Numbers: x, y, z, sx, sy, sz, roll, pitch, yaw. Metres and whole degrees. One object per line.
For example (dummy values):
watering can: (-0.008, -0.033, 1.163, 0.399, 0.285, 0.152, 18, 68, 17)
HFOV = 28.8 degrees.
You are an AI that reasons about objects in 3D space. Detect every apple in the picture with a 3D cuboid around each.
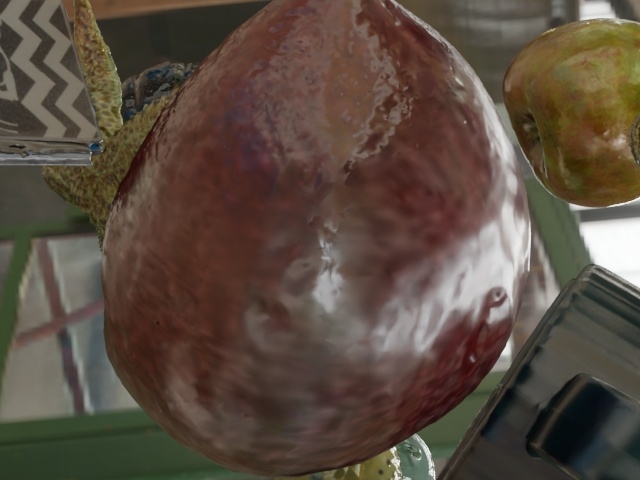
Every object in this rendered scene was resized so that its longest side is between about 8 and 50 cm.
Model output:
apple: (0.369, -0.169, 1.610, 0.246, 0.226, 0.246, 159, -90, -86)

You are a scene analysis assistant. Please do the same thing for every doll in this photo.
doll: (0.038, 0.296, 1.514, 0.260, 0.161, 0.177, 28, 75, -63)

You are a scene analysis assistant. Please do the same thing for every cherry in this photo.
cherry: (0.000, 0.000, 0.644, 0.203, 0.230, 0.300, 50, -32, 37)

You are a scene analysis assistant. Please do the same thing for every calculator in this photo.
calculator: (-0.285, -0.118, 0.838, 0.028, 0.274, 0.166, -49, -127, 45)

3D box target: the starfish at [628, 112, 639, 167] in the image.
starfish: (0.282, -0.047, 0.817, 0.190, 0.146, 0.074, -63, 178, -81)

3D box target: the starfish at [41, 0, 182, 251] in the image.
starfish: (-0.164, -0.065, 1.072, 0.347, 0.078, 0.358, 63, -35, 18)

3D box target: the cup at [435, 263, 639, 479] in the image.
cup: (0.227, 0.189, 0.802, 0.242, 0.292, 0.308, -62, 167, 25)

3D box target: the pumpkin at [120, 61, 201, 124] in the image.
pumpkin: (-0.158, -0.072, 1.427, 0.248, 0.248, 0.248, -5, 90, -90)
